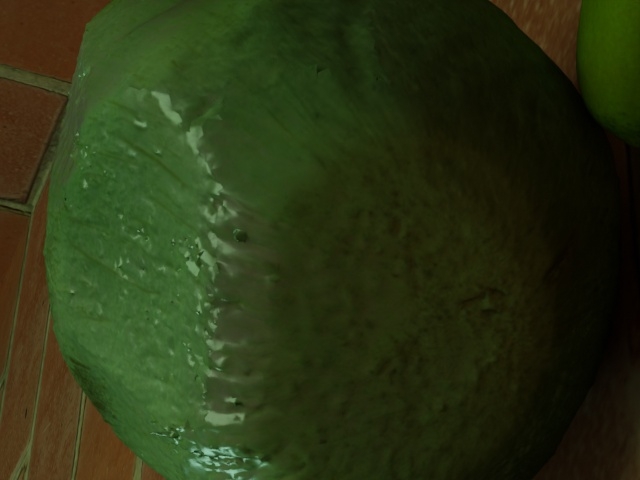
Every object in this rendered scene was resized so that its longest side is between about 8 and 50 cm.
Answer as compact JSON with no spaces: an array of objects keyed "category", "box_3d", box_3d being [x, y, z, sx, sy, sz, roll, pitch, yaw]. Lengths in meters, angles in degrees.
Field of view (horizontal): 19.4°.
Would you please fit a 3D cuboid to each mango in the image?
[{"category":"mango","box_3d":[0.159,-0.125,0.824,0.117,0.089,0.163,-95,24,-49]}]

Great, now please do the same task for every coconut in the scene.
[{"category":"coconut","box_3d":[0.000,0.000,0.943,0.328,0.281,0.328,62,173,14]}]
